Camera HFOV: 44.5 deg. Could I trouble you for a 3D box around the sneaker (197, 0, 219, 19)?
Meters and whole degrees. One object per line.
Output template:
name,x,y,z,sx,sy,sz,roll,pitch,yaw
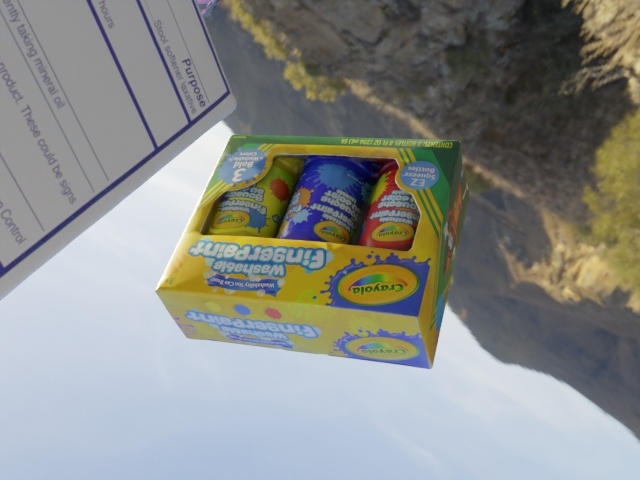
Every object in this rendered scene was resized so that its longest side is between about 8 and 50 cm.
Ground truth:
sneaker,-0.152,-0.330,0.909,0.112,0.319,0.131,63,-160,8

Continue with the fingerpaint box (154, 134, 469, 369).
fingerpaint box,0.000,0.000,1.345,0.445,0.371,0.163,5,143,21

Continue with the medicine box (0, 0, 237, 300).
medicine box,-0.211,-0.113,0.361,0.149,0.289,0.263,2,126,34
